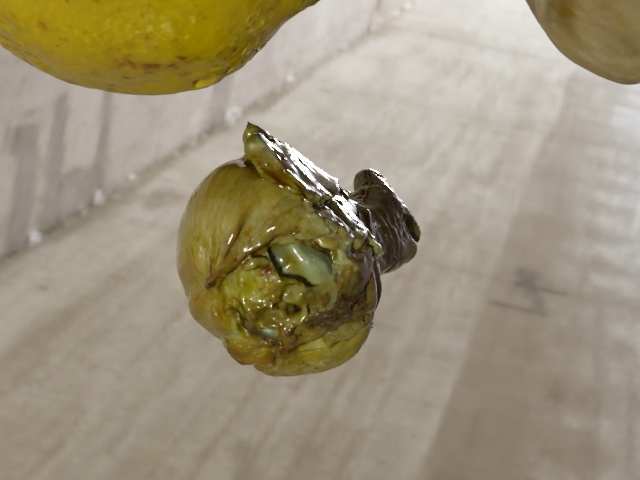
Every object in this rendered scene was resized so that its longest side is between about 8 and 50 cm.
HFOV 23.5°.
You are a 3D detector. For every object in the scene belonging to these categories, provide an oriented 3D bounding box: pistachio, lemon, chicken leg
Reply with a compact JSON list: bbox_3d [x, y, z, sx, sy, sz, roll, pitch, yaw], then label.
[{"bbox_3d":[0.251,-0.208,1.358,0.126,0.185,0.108,-49,25,-17],"label":"pistachio"},{"bbox_3d":[-0.142,-0.239,1.188,0.258,0.310,0.258,13,-90,-87],"label":"lemon"},{"bbox_3d":[0.000,0.000,1.298,0.201,0.153,0.429,70,-161,1],"label":"chicken leg"}]
